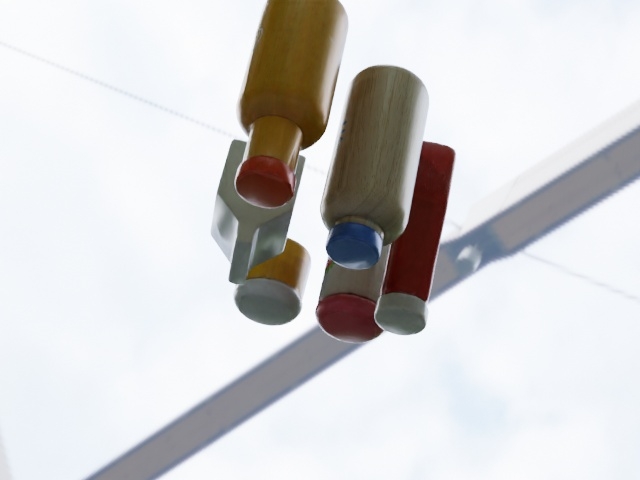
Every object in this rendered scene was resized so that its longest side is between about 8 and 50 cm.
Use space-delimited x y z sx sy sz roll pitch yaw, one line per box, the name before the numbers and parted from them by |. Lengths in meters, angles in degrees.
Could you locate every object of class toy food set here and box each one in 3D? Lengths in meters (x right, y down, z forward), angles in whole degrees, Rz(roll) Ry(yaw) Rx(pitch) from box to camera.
toy food set | 0.000 0.000 0.621 0.111 0.104 0.232 14 -35 -2
